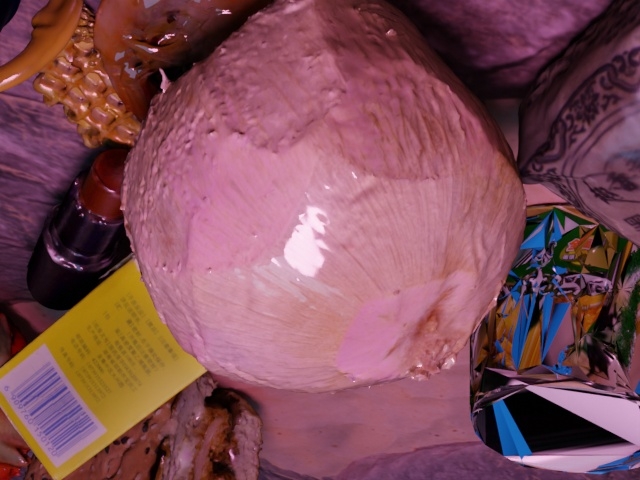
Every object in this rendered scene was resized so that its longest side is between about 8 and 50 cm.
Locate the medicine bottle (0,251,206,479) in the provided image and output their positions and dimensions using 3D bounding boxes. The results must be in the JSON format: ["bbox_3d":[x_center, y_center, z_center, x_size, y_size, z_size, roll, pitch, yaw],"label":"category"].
[{"bbox_3d":[-0.198,0.111,1.224,0.250,0.137,0.141,-36,88,24],"label":"medicine bottle"}]

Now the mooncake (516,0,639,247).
[{"bbox_3d":[0.298,-0.077,0.906,0.250,0.136,0.254,29,142,-14],"label":"mooncake"}]

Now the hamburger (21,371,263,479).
[{"bbox_3d":[-0.225,0.309,1.461,0.276,0.318,0.195,-10,148,39],"label":"hamburger"}]

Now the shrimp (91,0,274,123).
[{"bbox_3d":[-0.120,-0.125,0.996,0.152,0.063,0.287,11,130,-15],"label":"shrimp"}]

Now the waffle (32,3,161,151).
[{"bbox_3d":[-0.169,-0.128,1.066,0.160,0.046,0.192,2,145,17],"label":"waffle"}]

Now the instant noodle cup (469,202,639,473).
[{"bbox_3d":[0.239,0.103,1.134,0.240,0.178,0.240,9,145,6],"label":"instant noodle cup"}]

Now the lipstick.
[{"bbox_3d":[-0.233,-0.009,1.197,0.081,0.081,0.300,22,151,-12],"label":"lipstick"}]

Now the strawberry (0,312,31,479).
[{"bbox_3d":[-0.497,0.184,1.459,0.343,0.292,0.292,1,147,48],"label":"strawberry"}]

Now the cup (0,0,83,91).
[{"bbox_3d":[-0.329,-0.150,0.910,0.255,0.256,0.178,-24,130,39],"label":"cup"}]

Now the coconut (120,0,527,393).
[{"bbox_3d":[0.009,-0.020,0.910,0.297,0.255,0.297,-11,138,-10],"label":"coconut"}]
